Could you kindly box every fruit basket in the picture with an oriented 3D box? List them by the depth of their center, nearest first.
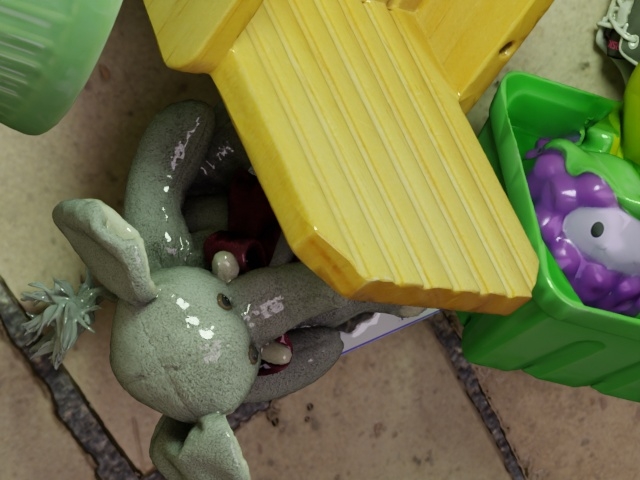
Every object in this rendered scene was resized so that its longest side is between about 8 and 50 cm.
[{"bbox_3d":[0.326,-0.038,1.674,0.392,0.283,0.392,-6,147,-4],"label":"fruit basket"}]

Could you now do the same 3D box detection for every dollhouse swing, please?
[{"bbox_3d":[0.090,-0.162,1.436,0.347,0.305,0.315,9,125,-52],"label":"dollhouse swing"}]

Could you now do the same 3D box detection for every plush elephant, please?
[{"bbox_3d":[-0.077,0.042,1.490,0.330,0.255,0.272,-27,113,-3],"label":"plush elephant"}]

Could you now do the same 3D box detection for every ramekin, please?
[{"bbox_3d":[-0.231,-0.237,1.344,0.148,0.303,0.303,14,98,-23],"label":"ramekin"}]

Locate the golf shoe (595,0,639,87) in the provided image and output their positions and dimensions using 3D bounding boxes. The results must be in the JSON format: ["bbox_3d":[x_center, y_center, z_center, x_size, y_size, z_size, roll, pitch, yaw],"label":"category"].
[{"bbox_3d":[0.309,-0.219,1.747,0.120,0.105,0.273,-22,114,-13],"label":"golf shoe"}]

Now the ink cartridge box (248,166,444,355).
[{"bbox_3d":[0.000,0.000,1.679,0.206,0.045,0.208,-22,113,-20],"label":"ink cartridge box"}]
